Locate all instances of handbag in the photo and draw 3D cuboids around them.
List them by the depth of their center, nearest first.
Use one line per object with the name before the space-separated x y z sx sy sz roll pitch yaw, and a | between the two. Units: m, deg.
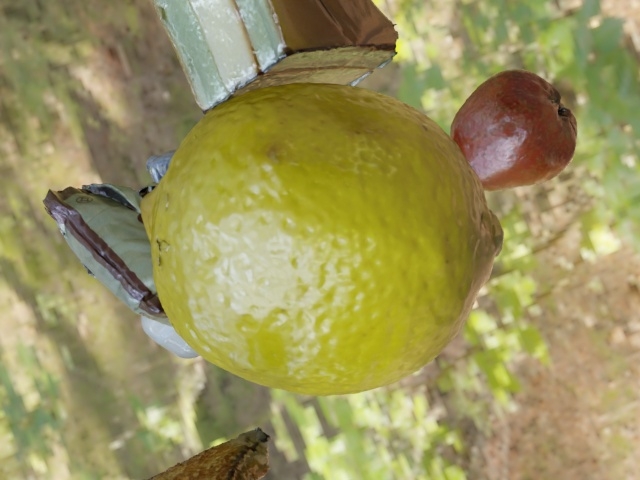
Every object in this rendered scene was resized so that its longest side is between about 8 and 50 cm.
handbag | -0.172 0.018 1.667 0.235 0.213 0.127 47 114 31

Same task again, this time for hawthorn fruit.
hawthorn fruit | 0.222 -0.123 1.920 0.162 0.203 0.162 43 -149 -34

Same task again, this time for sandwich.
sandwich | -0.051 -0.260 1.646 0.155 0.227 0.198 -29 80 33

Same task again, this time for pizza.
pizza | -0.104 0.226 1.351 0.185 0.195 0.052 -8 106 38

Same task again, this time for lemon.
lemon | -0.002 0.000 1.482 0.336 0.336 0.336 159 90 -75

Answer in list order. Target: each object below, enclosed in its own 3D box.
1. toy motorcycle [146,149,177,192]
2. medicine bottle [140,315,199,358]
toy motorcycle | -0.165 -0.068 1.844 0.124 0.061 0.193 47 146 11
medicine bottle | -0.097 -0.010 2.052 0.123 0.282 0.375 38 129 -4
